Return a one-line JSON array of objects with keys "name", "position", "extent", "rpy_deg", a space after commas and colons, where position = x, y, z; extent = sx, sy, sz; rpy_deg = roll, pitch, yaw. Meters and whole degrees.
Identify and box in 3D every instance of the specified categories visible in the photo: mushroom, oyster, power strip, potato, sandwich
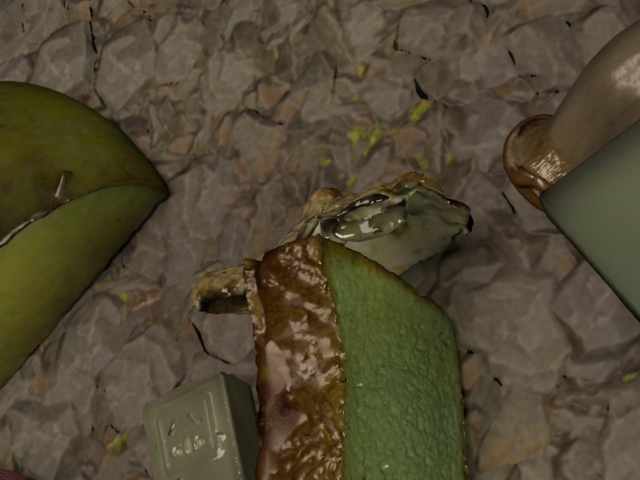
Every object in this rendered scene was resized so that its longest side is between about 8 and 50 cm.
[{"name": "mushroom", "position": [0.213, -0.088, 1.030], "extent": [0.212, 0.088, 0.097], "rpy_deg": [-35, 79, 23]}, {"name": "oyster", "position": [0.000, 0.000, 1.093], "extent": [0.191, 0.163, 0.081], "rpy_deg": [-23, 74, -4]}, {"name": "power strip", "position": [-0.074, 0.175, 1.143], "extent": [0.075, 0.042, 0.175], "rpy_deg": [-28, 59, 21]}, {"name": "potato", "position": [-0.294, -0.033, 1.334], "extent": [0.269, 0.112, 0.255], "rpy_deg": [-47, 52, 7]}, {"name": "sandwich", "position": [0.025, 0.122, 1.010], "extent": [0.065, 0.186, 0.214], "rpy_deg": [-18, 60, 30]}]

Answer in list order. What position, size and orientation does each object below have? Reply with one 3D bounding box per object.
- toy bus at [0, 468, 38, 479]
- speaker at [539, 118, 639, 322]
[{"name": "toy bus", "position": [-0.191, 0.224, 1.171], "extent": [0.203, 0.090, 0.063], "rpy_deg": [26, 95, 38]}, {"name": "speaker", "position": [0.307, 0.066, 0.837], "extent": [0.184, 0.183, 0.406], "rpy_deg": [-42, 48, 7]}]
